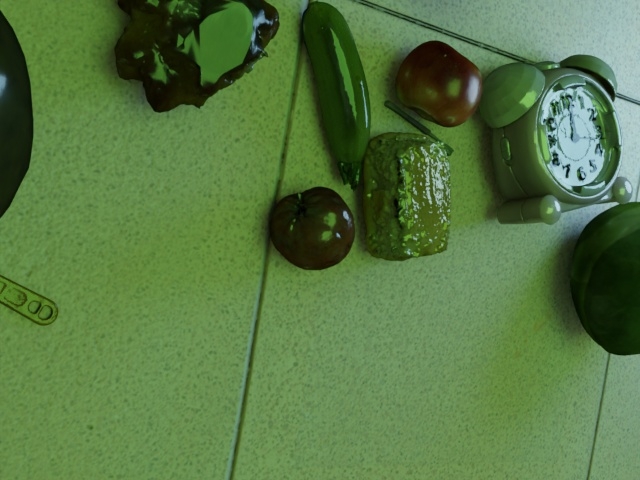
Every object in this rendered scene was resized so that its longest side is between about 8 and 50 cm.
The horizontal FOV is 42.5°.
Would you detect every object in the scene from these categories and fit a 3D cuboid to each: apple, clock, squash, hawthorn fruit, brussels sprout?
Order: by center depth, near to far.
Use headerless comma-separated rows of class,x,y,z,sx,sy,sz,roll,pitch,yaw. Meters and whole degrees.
hawthorn fruit,0.004,-0.008,1.427,0.189,0.149,0.149,40,74,-26
squash,0.041,-0.254,1.454,0.095,0.094,0.340,-21,106,-30
apple,0.223,-0.292,1.529,0.163,0.163,0.139,29,91,-33
clock,0.486,-0.214,1.705,0.342,0.184,0.325,-15,100,-36
brussels sprout,0.722,0.069,1.833,0.371,0.276,0.314,-36,117,-26

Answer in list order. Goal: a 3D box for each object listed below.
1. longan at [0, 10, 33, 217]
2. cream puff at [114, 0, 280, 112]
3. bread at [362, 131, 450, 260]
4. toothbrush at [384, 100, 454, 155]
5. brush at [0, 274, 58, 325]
longan,-0.526,-0.149,0.945,0.405,0.336,0.404,-16,116,-37
cream puff,-0.188,-0.323,1.255,0.269,0.155,0.240,-12,102,-30
bread,0.163,-0.082,1.538,0.174,0.121,0.245,-9,97,-41
toothbrush,0.195,-0.218,1.605,0.194,0.014,0.017,33,78,-32
brush,-0.495,0.050,1.184,0.272,0.013,0.103,36,76,-32
